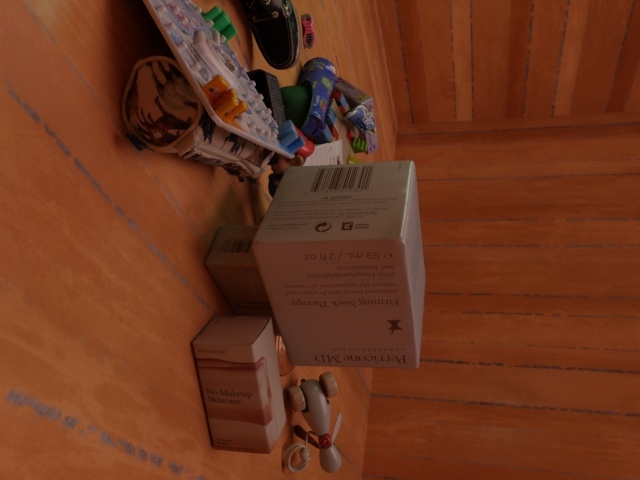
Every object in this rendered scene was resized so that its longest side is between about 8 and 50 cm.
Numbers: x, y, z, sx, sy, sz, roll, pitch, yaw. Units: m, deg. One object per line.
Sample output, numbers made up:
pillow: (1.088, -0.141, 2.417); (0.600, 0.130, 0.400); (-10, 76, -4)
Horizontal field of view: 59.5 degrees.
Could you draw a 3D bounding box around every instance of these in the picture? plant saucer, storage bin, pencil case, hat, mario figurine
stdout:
plant saucer: (-0.104, 0.333, 1.790); (0.200, 0.037, 0.199); (0, 90, -75)
storage bin: (-0.162, -0.321, 1.395); (0.084, 0.122, 0.180); (-20, 100, -73)
pencil case: (-0.021, -0.488, 1.917); (0.133, 0.119, 0.305); (34, 50, -30)
hat: (-0.136, -0.431, 1.699); (0.208, 0.184, 0.172); (-35, -130, 55)
mario figurine: (-0.126, -0.169, 1.530); (0.170, 0.198, 0.320); (-29, 132, -52)
pencil case: (-0.224, -0.224, 1.135); (0.410, 0.160, 0.183); (2, 68, -74)

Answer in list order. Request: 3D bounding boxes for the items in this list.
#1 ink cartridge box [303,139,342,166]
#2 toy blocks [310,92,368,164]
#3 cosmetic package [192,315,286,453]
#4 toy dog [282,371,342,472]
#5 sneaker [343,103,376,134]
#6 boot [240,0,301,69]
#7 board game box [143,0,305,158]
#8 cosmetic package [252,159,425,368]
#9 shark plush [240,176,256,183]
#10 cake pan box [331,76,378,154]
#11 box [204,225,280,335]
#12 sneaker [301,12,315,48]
ink cartridge box: (-0.007, -0.245, 1.932); (0.225, 0.056, 0.180); (-28, 123, -47)
toy blocks: (0.040, -0.409, 2.099); (0.260, 0.191, 0.381); (58, 34, -42)
cosmetic package: (-0.183, 0.335, 1.306); (0.129, 0.153, 0.295); (-56, 142, -64)
toy dog: (-0.020, 0.592, 1.874); (0.161, 0.220, 0.333); (-164, -100, -74)
sneaker: (0.158, -0.449, 2.088); (0.211, 0.080, 0.081); (-3, 70, -60)
boot: (-0.166, -0.610, 1.387); (0.284, 0.138, 0.376); (-54, 138, -66)
board game box: (-0.193, -0.360, 1.097); (0.389, 0.050, 0.390); (60, 14, 8)
cosmetic package: (0.073, 0.058, 1.355); (0.327, 0.330, 0.393); (-74, 156, -50)
shark plush: (-0.202, -0.187, 1.474); (0.161, 0.073, 0.067); (118, -4, -80)
cake pan box: (0.137, -0.512, 2.319); (0.245, 0.070, 0.266); (48, -19, 43)
box: (-0.158, 0.108, 1.406); (0.311, 0.148, 0.121); (71, 25, -46)
sneaker: (-0.040, -0.751, 2.012); (0.057, 0.047, 0.119); (-74, 162, -75)
